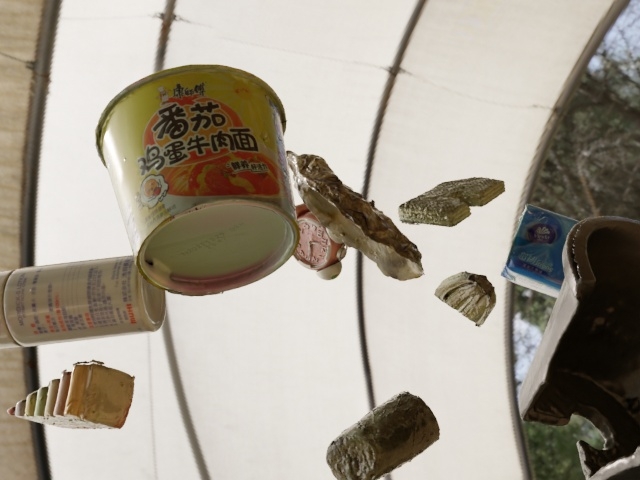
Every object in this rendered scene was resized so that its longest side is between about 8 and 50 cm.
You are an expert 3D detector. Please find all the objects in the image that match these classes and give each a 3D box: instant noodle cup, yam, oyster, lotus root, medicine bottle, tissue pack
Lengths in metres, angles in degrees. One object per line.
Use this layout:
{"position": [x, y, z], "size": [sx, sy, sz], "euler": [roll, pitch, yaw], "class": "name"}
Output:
{"position": [-0.146, -0.066, 0.999], "size": [0.264, 0.200, 0.264], "euler": [-13, -33, -9], "class": "instant noodle cup"}
{"position": [0.100, 0.299, 1.178], "size": [0.183, 0.107, 0.107], "euler": [-23, -40, -40], "class": "yam"}
{"position": [0.076, -0.057, 1.592], "size": [0.111, 0.396, 0.204], "euler": [-49, 4, -9], "class": "oyster"}
{"position": [0.367, 0.122, 1.859], "size": [0.070, 0.143, 0.144], "euler": [-48, -3, -33], "class": "lotus root"}
{"position": [-0.432, 0.103, 1.253], "size": [0.341, 0.130, 0.130], "euler": [-7, -32, 6], "class": "medicine bottle"}
{"position": [0.500, 0.045, 1.522], "size": [0.198, 0.263, 0.146], "euler": [43, -112, -76], "class": "tissue pack"}

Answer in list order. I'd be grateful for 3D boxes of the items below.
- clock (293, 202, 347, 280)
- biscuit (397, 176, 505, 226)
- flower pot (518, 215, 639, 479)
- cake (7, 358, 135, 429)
{"position": [0.000, 0.000, 1.868], "size": [0.093, 0.162, 0.166], "euler": [-19, -51, -48], "class": "clock"}
{"position": [0.301, -0.092, 1.762], "size": [0.250, 0.147, 0.046], "euler": [-28, -63, -42], "class": "biscuit"}
{"position": [0.423, 0.178, 1.003], "size": [0.379, 0.379, 0.251], "euler": [-19, -35, -47], "class": "flower pot"}
{"position": [-0.406, 0.280, 1.262], "size": [0.225, 0.090, 0.109], "euler": [-30, -38, 31], "class": "cake"}
